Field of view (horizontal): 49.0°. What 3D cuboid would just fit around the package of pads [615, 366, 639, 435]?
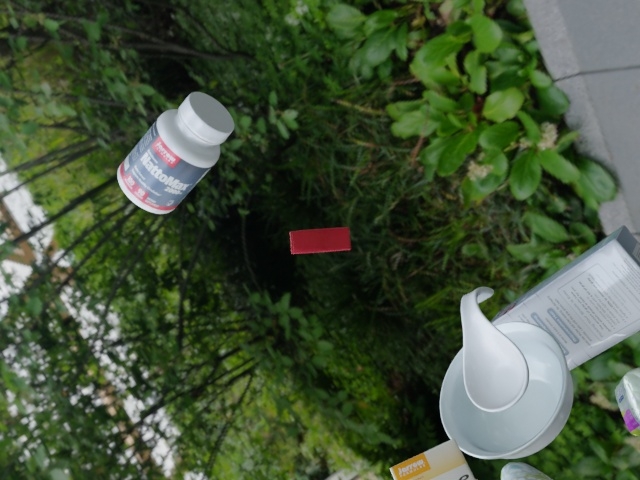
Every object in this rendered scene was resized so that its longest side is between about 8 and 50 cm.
[{"bbox_3d":[0.640,0.232,1.133,0.229,0.297,0.101,46,-151,-64],"label":"package of pads"}]

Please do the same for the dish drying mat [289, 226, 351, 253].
[{"bbox_3d":[0.000,0.000,0.956,0.008,0.083,0.032,161,104,-75],"label":"dish drying mat"}]

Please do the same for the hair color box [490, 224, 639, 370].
[{"bbox_3d":[0.569,0.155,1.553,0.185,0.114,0.374,51,126,7],"label":"hair color box"}]

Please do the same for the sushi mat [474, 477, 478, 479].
[{"bbox_3d":[0.298,0.523,1.217,0.151,0.019,0.316,39,-164,-17],"label":"sushi mat"}]

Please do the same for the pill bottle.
[{"bbox_3d":[-0.216,-0.134,1.062,0.108,0.180,0.108,34,-149,-24],"label":"pill bottle"}]

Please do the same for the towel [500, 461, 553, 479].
[{"bbox_3d":[0.463,0.499,1.044,0.374,0.090,0.320,39,174,-3],"label":"towel"}]

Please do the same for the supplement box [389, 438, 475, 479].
[{"bbox_3d":[0.106,0.222,0.577,0.098,0.062,0.036,64,-179,28],"label":"supplement box"}]

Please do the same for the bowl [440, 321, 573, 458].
[{"bbox_3d":[0.405,0.327,1.455,0.134,0.297,0.298,35,179,-32],"label":"bowl"}]

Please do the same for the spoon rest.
[{"bbox_3d":[0.329,0.206,1.387,0.084,0.137,0.276,31,-143,-35],"label":"spoon rest"}]
